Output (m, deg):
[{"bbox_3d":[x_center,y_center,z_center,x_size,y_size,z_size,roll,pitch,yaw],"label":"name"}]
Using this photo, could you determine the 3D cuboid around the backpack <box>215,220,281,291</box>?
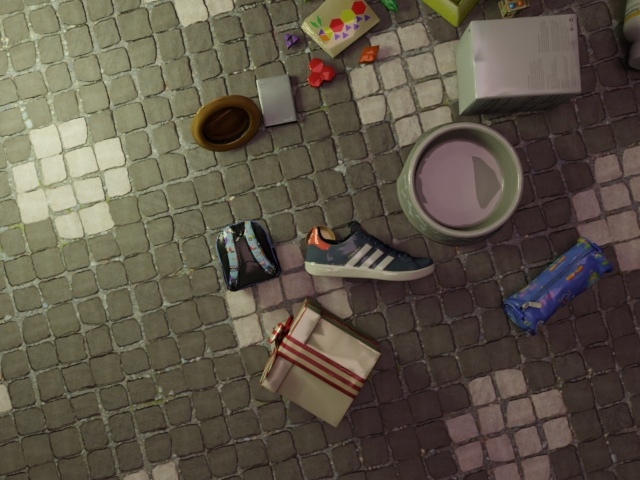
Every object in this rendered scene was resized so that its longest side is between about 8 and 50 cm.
[{"bbox_3d":[-0.198,0.037,1.602,0.158,0.117,0.174,-19,89,1],"label":"backpack"}]

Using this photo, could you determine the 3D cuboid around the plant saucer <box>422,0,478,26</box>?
[{"bbox_3d":[0.368,-0.726,1.639,0.188,0.045,0.188,38,90,2],"label":"plant saucer"}]

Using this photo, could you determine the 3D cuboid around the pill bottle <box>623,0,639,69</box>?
[{"bbox_3d":[0.907,-0.630,1.555,0.187,0.188,0.334,7,89,1],"label":"pill bottle"}]

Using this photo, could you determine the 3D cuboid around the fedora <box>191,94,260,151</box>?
[{"bbox_3d":[-0.263,-0.332,1.612,0.194,0.194,0.079,-27,52,1],"label":"fedora"}]

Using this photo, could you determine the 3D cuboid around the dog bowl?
[{"bbox_3d":[0.383,-0.159,1.602,0.348,0.102,0.349,0,89,1],"label":"dog bowl"}]

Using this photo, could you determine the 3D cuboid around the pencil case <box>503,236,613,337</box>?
[{"bbox_3d":[0.629,0.122,1.577,0.306,0.133,0.119,-39,64,0],"label":"pencil case"}]

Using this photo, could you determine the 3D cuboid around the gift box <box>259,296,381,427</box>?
[{"bbox_3d":[-0.023,0.314,1.527,0.258,0.255,0.276,32,86,0],"label":"gift box"}]

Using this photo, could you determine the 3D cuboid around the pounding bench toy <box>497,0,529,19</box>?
[{"bbox_3d":[0.542,-0.652,1.624,0.083,0.065,0.052,-16,88,1],"label":"pounding bench toy"}]

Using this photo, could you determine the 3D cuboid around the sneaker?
[{"bbox_3d":[0.135,0.023,1.580,0.349,0.131,0.148,3,95,-3],"label":"sneaker"}]

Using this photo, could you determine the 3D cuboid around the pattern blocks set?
[{"bbox_3d":[0.053,-0.608,1.653,0.324,0.026,0.286,-30,89,1],"label":"pattern blocks set"}]

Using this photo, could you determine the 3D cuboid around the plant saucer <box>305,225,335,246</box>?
[{"bbox_3d":[0.000,0.000,1.649,0.083,0.015,0.084,0,89,0],"label":"plant saucer"}]

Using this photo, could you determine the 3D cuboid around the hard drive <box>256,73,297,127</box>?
[{"bbox_3d":[-0.121,-0.389,1.655,0.094,0.022,0.135,-11,89,1],"label":"hard drive"}]

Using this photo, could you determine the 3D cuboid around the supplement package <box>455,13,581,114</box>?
[{"bbox_3d":[0.509,-0.453,1.555,0.262,0.198,0.200,-4,90,1],"label":"supplement package"}]
